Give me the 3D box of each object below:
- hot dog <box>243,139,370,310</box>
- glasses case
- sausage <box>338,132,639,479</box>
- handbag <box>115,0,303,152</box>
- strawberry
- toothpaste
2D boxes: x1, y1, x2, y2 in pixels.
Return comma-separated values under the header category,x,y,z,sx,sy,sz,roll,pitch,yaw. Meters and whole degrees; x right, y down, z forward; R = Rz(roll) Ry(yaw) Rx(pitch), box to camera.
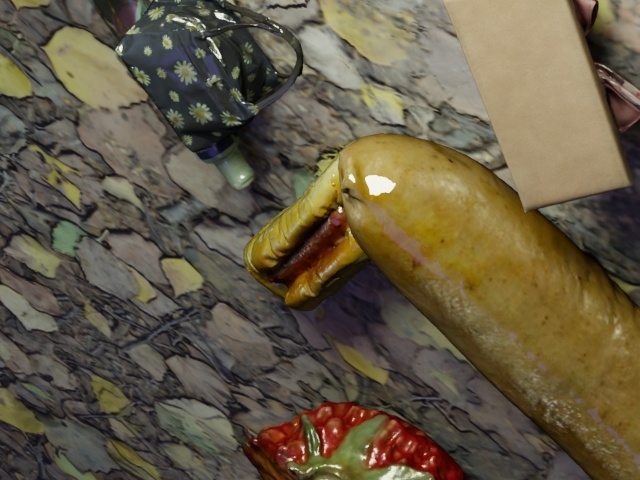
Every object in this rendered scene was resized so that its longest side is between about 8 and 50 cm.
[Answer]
category,x,y,z,sx,sy,sz,roll,pitch,yaw
hot dog,0.000,0.000,1.459,0.084,0.073,0.242,44,147,-4
glasses case,0.155,-0.119,1.178,0.103,0.070,0.193,-14,125,18
sausage,0.198,0.097,1.339,0.501,0.136,0.123,45,120,-10
handbag,-0.070,-0.135,1.351,0.139,0.072,0.115,-10,124,44
strawberry,0.074,0.270,1.679,0.253,0.150,0.280,35,157,43
toothpaste,-0.119,-0.129,1.439,0.062,0.037,0.216,-8,122,50
